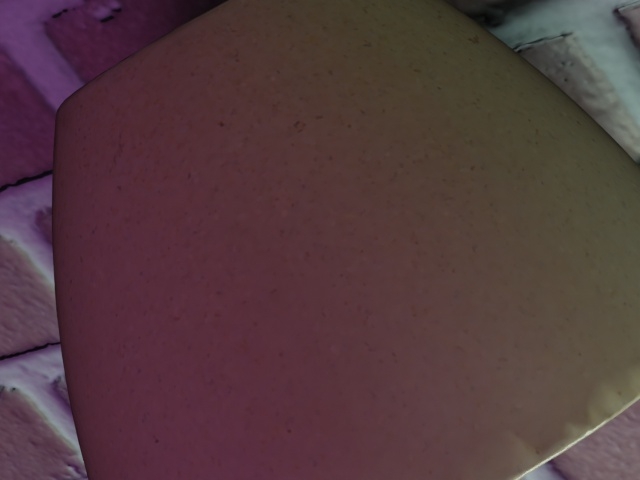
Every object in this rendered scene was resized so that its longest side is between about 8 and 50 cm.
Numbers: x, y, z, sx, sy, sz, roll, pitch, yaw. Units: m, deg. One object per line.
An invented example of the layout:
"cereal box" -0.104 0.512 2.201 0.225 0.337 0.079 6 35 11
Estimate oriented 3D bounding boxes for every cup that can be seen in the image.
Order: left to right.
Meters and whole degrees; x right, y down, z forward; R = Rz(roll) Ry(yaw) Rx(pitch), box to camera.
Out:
"cup" 0.000 0.000 0.901 0.331 0.331 0.237 -26 94 39
